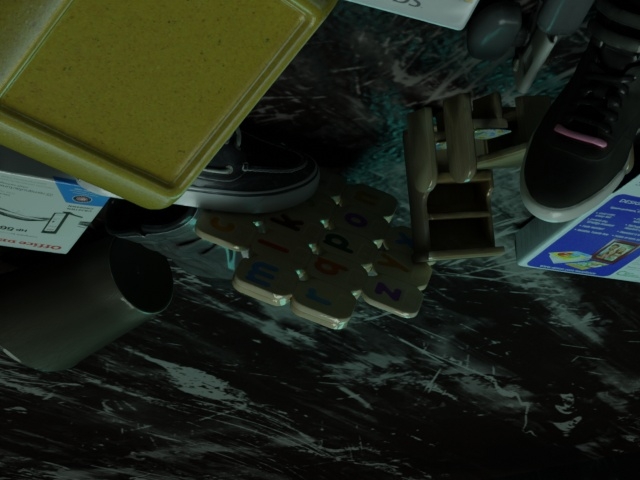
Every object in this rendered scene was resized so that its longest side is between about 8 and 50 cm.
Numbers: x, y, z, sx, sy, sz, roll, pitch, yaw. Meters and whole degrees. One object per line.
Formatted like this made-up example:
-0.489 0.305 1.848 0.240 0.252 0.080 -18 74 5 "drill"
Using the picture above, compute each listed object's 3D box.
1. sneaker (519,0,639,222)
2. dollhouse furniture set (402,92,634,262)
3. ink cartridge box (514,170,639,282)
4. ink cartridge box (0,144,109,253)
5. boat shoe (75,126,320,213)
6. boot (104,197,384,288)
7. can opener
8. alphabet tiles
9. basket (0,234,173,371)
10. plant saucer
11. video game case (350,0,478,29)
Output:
0.280 -0.160 1.242 0.105 0.295 0.147 25 152 23 "sneaker"
0.201 -0.067 1.423 0.212 0.161 0.242 -4 176 -26 "dollhouse furniture set"
0.477 -0.030 1.753 0.304 0.072 0.307 9 151 -22 "ink cartridge box"
-0.352 -0.065 1.553 0.148 0.085 0.203 9 152 -25 "ink cartridge box"
-0.134 -0.106 1.479 0.301 0.108 0.102 5 127 -20 "boat shoe"
-0.104 -0.009 1.633 0.338 0.118 0.223 -11 155 34 "boot"
0.223 -0.241 1.244 0.093 0.074 0.280 4 155 -12 "can opener"
0.000 0.000 1.505 0.278 0.284 0.021 21 125 4 "alphabet tiles"
-0.335 0.082 1.813 0.227 0.154 0.204 -23 150 31 "basket"
-0.156 -0.180 1.129 0.333 0.081 0.332 25 110 -46 "plant saucer"
0.082 -0.295 1.061 0.206 0.026 0.227 10 128 -26 "video game case"
